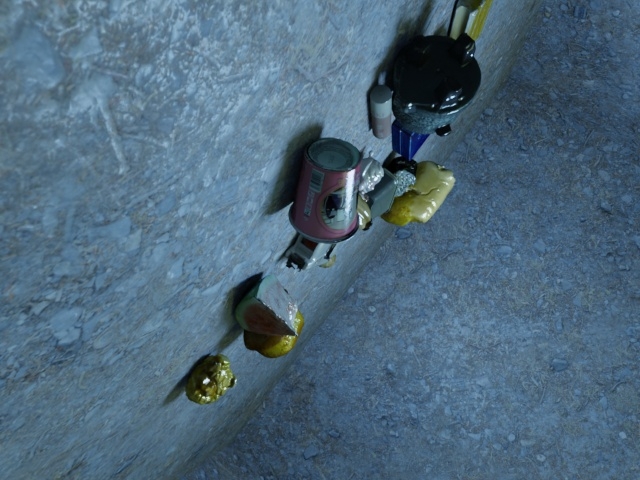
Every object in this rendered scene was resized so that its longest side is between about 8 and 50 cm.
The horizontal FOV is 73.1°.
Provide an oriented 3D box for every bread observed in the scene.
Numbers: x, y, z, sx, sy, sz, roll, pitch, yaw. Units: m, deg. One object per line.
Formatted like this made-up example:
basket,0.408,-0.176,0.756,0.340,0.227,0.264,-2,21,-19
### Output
bread,-0.190,0.352,1.757,0.268,0.268,0.146,-48,126,-19
bread,0.474,-0.253,2.309,0.394,0.250,0.361,-49,-161,-8

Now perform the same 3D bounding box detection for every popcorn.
popcorn,-0.415,0.525,1.642,0.163,0.140,0.194,39,76,-46

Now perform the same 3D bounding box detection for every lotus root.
lotus root,0.084,-0.122,1.594,0.154,0.256,0.140,-50,-154,8

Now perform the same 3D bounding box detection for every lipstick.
lipstick,0.209,-0.435,1.484,0.070,0.070,0.254,-52,166,-5

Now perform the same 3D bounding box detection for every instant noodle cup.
instant noodle cup,0.025,-0.158,1.294,0.244,0.243,0.255,-42,154,-37

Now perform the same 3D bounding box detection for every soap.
soap,0.566,-0.833,1.639,0.173,0.089,0.274,-52,166,-8

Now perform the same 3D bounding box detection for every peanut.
peanut,0.025,0.079,2.060,0.108,0.095,0.226,-50,167,2

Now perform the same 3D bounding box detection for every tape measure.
tape measure,0.000,0.000,1.738,0.265,0.130,0.258,-57,163,15

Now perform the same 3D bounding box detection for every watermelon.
watermelon,-0.195,0.260,1.584,0.193,0.231,0.310,-93,-169,-50

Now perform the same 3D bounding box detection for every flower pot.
flower pot,0.356,-0.497,1.400,0.299,0.299,0.283,-50,173,-11

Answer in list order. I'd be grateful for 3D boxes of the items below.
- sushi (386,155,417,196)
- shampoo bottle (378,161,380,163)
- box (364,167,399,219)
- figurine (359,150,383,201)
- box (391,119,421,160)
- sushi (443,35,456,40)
sushi,0.377,-0.312,2.120,0.225,0.136,0.126,-39,-149,64
shampoo bottle,0.244,-0.333,1.923,0.048,0.027,0.137,-54,166,11
box,0.255,-0.203,2.081,0.178,0.138,0.274,-40,159,-24
figurine,0.161,-0.229,1.720,0.181,0.144,0.257,16,114,-53
box,0.435,-0.526,1.911,0.261,0.116,0.279,-51,164,-2
sushi,0.447,-0.629,1.646,0.184,0.139,0.274,-34,159,-46
